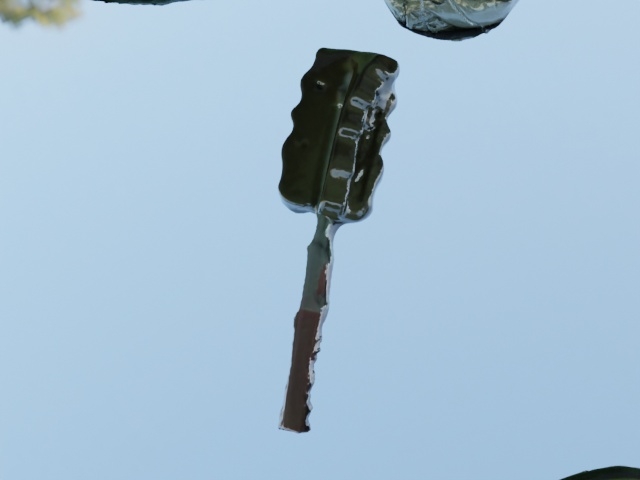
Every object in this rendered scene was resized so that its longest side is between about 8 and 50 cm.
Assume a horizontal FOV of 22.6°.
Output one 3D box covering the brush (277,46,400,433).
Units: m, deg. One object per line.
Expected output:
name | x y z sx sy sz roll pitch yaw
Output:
brush | 0.000 0.000 1.238 0.071 0.301 0.084 11 180 -39

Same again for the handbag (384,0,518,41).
handbag | 0.120 -0.226 1.273 0.117 0.095 0.173 -9 -154 32

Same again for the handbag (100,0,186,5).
handbag | -0.017 -0.209 1.004 0.326 0.089 0.238 -11 -160 -26

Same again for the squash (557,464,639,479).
squash | 0.179 0.366 1.220 0.263 0.384 0.263 10 -126 -13
